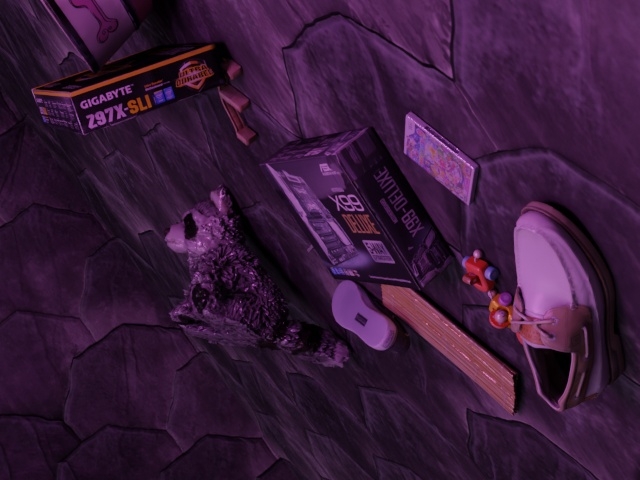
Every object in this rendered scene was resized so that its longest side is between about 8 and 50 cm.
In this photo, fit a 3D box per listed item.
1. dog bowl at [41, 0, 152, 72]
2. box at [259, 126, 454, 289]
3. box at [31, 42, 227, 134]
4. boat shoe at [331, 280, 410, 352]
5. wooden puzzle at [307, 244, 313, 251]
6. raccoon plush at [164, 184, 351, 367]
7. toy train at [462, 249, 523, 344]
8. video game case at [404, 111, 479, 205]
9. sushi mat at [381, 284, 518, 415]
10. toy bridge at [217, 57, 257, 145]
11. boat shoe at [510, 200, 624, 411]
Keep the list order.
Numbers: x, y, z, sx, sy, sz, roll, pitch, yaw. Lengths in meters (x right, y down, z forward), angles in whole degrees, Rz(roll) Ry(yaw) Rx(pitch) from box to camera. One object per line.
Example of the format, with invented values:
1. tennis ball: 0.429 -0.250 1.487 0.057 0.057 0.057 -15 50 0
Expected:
1. dog bowl: -0.430 -0.481 1.673 0.408 0.150 0.408 54 175 7
2. box: 0.048 -0.048 1.612 0.242 0.076 0.307 56 161 -16
3. box: -0.337 -0.266 1.773 0.322 0.257 0.079 20 129 63
4. boat shoe: 0.096 0.142 1.876 0.076 0.080 0.228 25 -175 -29
5. wooden puzzle: 0.000 0.000 1.856 0.006 0.049 0.083 52 161 3
6. raccoon plush: -0.133 0.081 2.237 0.446 0.299 0.216 24 155 -24
7. toy train: 0.259 0.088 1.432 0.166 0.046 0.125 31 154 46
8. video game case: 0.157 -0.107 1.353 0.122 0.011 0.087 43 160 24
9. sushi mat: 0.211 0.161 1.721 0.316 0.019 0.151 40 160 29
10. toy bridge: -0.150 -0.247 1.774 0.063 0.026 0.188 41 158 30
11. boat shoe: 0.294 0.093 1.269 0.113 0.103 0.302 24 148 52
